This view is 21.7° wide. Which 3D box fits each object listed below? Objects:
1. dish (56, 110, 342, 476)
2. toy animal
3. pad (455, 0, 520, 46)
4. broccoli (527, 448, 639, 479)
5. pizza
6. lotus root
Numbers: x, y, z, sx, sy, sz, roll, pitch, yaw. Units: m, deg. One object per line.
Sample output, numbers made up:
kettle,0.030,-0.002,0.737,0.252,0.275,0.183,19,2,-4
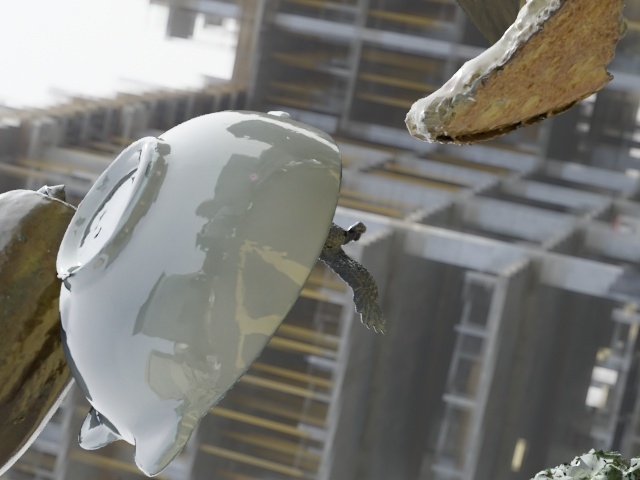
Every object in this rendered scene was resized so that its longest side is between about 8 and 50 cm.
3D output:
dish,-0.093,0.011,0.916,0.228,0.086,0.236,-45,24,24
toy animal,0.000,0.000,1.671,0.062,0.108,0.220,120,132,-63
pad,0.126,-0.230,1.297,0.116,0.004,0.193,47,-144,-30
broccoli,0.239,0.285,1.058,0.321,0.304,0.283,-63,2,-1
pizza,0.143,-0.139,1.038,0.185,0.052,0.195,-21,-26,-39
lotus root,-0.221,0.073,1.125,0.241,0.123,0.124,-61,-18,-3
